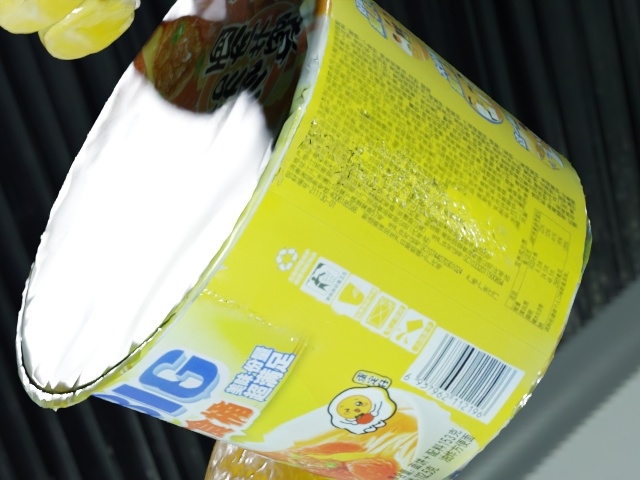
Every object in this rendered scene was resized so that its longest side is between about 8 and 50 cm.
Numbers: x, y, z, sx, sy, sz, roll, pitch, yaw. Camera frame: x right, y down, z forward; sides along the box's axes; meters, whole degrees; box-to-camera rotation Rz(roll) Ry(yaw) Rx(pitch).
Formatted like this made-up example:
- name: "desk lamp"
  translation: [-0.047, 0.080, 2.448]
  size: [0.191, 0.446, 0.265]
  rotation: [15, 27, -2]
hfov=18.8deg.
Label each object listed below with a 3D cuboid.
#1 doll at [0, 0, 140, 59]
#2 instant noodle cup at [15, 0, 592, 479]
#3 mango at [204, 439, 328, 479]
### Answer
- name: "doll"
  translation: [-0.158, -0.219, 0.810]
  size: [0.117, 0.296, 0.141]
  rotation: [-18, -9, 17]
- name: "instant noodle cup"
  translation: [0.000, 0.000, 0.746]
  size: [0.205, 0.153, 0.205]
  rotation: [-47, 27, 32]
- name: "mango"
  translation: [0.005, 0.157, 1.227]
  size: [0.177, 0.120, 0.295]
  rotation: [-17, 46, 44]
